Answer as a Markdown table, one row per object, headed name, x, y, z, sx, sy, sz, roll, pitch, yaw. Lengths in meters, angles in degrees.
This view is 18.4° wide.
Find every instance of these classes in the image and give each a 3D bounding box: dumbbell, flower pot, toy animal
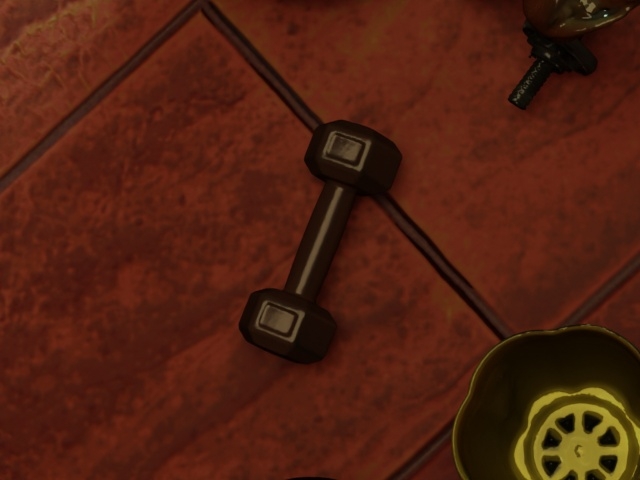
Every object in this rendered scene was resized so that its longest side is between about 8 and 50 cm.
| name | x | y | z | sx | sy | sz | roll | pitch | yaw |
| --- | --- | --- | --- | --- | --- | --- | --- | --- | --- |
| dumbbell | 0.000 | 0.000 | 1.855 | 0.092 | 0.082 | 0.231 | 21 | 84 | 14 |
| flower pot | 0.221 | 0.176 | 1.724 | 0.195 | 0.179 | 0.195 | -2 | 81 | 11 |
| dumbbell | 0.257 | -0.228 | 1.844 | 0.081 | 0.081 | 0.254 | 36 | 87 | 16 |
| toy animal | 0.207 | -0.251 | 1.782 | 0.157 | 0.097 | 0.312 | -54 | 30 | 18 |

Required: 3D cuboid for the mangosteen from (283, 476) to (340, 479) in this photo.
| name | x | y | z | sx | sy | sz | roll | pitch | yaw |
| --- | --- | --- | --- | --- | --- | --- | --- | --- | --- |
| mangosteen | -0.022 | 0.342 | 1.745 | 0.235 | 0.235 | 0.261 | 50 | 132 | 16 |
